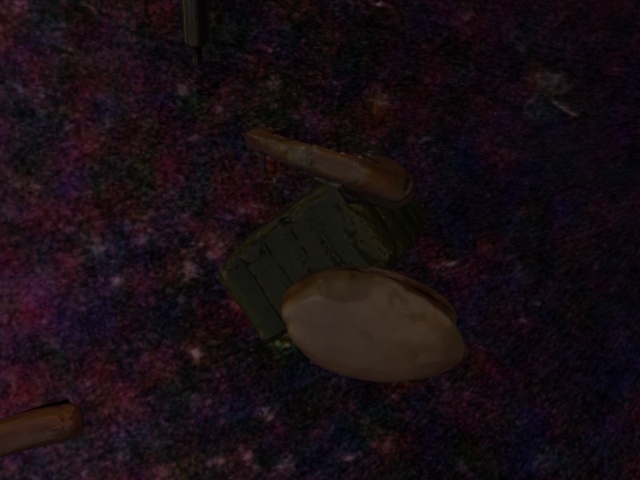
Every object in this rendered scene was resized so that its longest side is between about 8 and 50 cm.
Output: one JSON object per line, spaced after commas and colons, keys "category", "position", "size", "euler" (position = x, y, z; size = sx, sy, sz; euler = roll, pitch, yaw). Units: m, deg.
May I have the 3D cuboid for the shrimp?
{"category": "shrimp", "position": [0.001, -0.080, 0.799], "size": [0.178, 0.289, 0.075], "euler": [19, 102, -6]}

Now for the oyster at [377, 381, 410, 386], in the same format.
{"category": "oyster", "position": [0.107, 0.144, 0.980], "size": [0.051, 0.148, 0.103], "euler": [-3, 107, 58]}

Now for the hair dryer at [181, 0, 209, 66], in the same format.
{"category": "hair dryer", "position": [-0.137, -0.326, 0.939], "size": [0.078, 0.195, 0.248], "euler": [48, 151, 24]}

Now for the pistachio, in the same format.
{"category": "pistachio", "position": [0.060, 0.096, 0.879], "size": [0.215, 0.144, 0.144], "euler": [8, 107, -5]}

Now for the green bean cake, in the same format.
{"category": "green bean cake", "position": [0.000, 0.000, 1.341], "size": [0.319, 0.335, 0.218], "euler": [-35, 88, 24]}

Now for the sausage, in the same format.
{"category": "sausage", "position": [-0.320, 0.199, 0.736], "size": [0.047, 0.177, 0.040], "euler": [92, 157, -52]}
